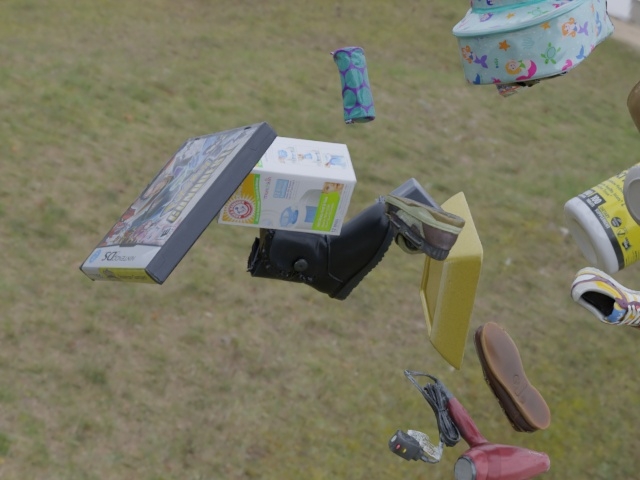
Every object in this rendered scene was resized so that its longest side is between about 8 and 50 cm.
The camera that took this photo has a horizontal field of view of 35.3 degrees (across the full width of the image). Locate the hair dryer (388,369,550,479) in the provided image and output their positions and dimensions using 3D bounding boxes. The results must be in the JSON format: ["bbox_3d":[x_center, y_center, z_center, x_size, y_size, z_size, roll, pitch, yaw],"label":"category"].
[{"bbox_3d":[0.267,0.333,1.734,0.293,0.080,0.224,29,38,-3],"label":"hair dryer"}]

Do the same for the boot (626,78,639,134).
[{"bbox_3d":[0.554,-0.183,1.466,0.089,0.236,0.270,23,44,-22],"label":"boot"}]

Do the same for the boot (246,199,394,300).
[{"bbox_3d":[0.000,0.000,1.818,0.207,0.246,0.094,18,39,-24],"label":"boot"}]

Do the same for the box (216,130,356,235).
[{"bbox_3d":[-0.061,-0.090,1.587,0.203,0.114,0.103,6,38,-14],"label":"box"}]

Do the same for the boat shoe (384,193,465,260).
[{"bbox_3d":[0.134,-0.017,1.426,0.080,0.073,0.223,21,1,-17],"label":"boat shoe"}]

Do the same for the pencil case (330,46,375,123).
[{"bbox_3d":[0.066,-0.311,2.025,0.070,0.152,0.064,-8,3,31],"label":"pencil case"}]

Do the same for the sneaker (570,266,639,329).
[{"bbox_3d":[0.472,0.109,1.545,0.185,0.070,0.084,21,29,10],"label":"sneaker"}]

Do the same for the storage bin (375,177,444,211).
[{"bbox_3d":[0.189,-0.054,2.028,0.135,0.091,0.098,44,15,-19],"label":"storage bin"}]

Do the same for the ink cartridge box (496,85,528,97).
[{"bbox_3d":[0.429,-0.351,2.263,0.115,0.062,0.029,-5,75,-69],"label":"ink cartridge box"}]

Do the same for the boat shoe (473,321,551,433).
[{"bbox_3d":[0.312,0.238,1.715,0.073,0.207,0.073,-29,3,-35],"label":"boat shoe"}]

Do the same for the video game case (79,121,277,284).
[{"bbox_3d":[-0.209,-0.053,1.446,0.035,0.275,0.248,46,-24,-24],"label":"video game case"}]

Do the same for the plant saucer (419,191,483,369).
[{"bbox_3d":[0.308,0.091,2.470,0.081,0.333,0.333,5,28,-4],"label":"plant saucer"}]

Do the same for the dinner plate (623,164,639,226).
[{"bbox_3d":[0.640,-0.079,1.976,0.017,0.141,0.141,-20,33,-23],"label":"dinner plate"}]

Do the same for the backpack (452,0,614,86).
[{"bbox_3d":[0.327,-0.343,1.578,0.225,0.191,0.253,-1,32,34],"label":"backpack"}]

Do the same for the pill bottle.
[{"bbox_3d":[0.718,-0.078,2.189,0.188,0.334,0.188,61,0,0],"label":"pill bottle"}]
